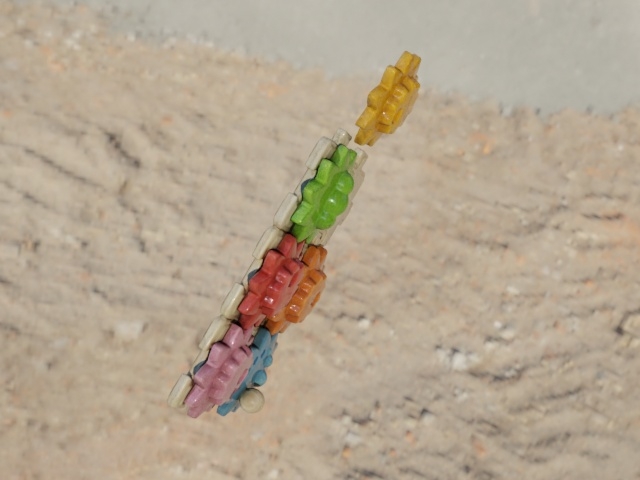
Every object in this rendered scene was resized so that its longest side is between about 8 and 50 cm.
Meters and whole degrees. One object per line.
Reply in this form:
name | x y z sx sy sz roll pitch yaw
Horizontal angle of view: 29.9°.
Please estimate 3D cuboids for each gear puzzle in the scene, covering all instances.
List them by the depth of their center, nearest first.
gear puzzle | 0.000 0.000 0.975 0.044 0.339 0.175 30 0 14
